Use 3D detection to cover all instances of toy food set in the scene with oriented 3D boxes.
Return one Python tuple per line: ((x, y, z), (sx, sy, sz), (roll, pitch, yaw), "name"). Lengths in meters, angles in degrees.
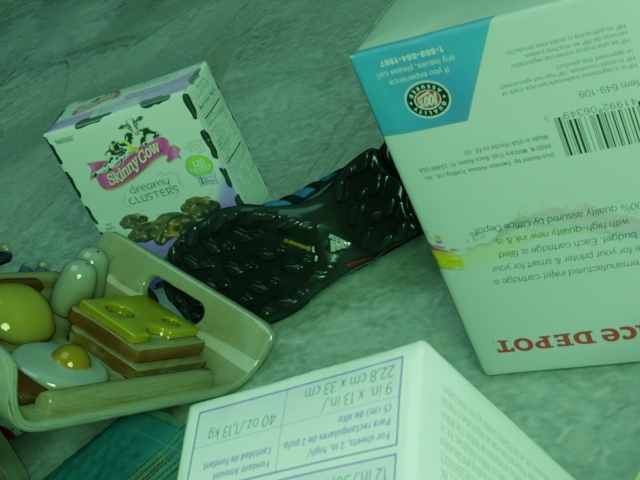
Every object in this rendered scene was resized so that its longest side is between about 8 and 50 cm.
((-0.202, 0.044, 0.968), (0.219, 0.092, 0.306), (28, 16, 30), "toy food set")

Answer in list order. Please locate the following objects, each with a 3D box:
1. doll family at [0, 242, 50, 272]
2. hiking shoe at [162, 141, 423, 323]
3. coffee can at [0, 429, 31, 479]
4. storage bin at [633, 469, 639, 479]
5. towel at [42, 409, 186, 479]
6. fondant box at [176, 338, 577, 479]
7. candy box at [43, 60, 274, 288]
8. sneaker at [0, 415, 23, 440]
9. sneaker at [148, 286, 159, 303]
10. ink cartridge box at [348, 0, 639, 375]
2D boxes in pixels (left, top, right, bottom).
((-0.391, 0.053, 1.353), (0.193, 0.076, 0.111), (-20, 7, 22), "doll family")
((0.000, 0.000, 1.113), (0.304, 0.113, 0.132), (-22, -4, 22), "hiking shoe")
((-0.369, 0.203, 0.847), (0.275, 0.202, 0.201), (-44, 31, -27), "coffee can")
((0.288, 0.140, 0.547), (0.262, 0.123, 0.260), (1, 37, 44), "storage bin")
((-0.196, 0.267, 0.840), (0.370, 0.040, 0.271), (-41, 29, -24), "towel")
((0.044, 0.230, 0.345), (0.096, 0.238, 0.330), (-19, 47, 29), "fondant box")
((-0.151, -0.059, 1.211), (0.164, 0.196, 0.070), (-14, 29, 24), "candy box")
((-0.368, 0.120, 1.134), (0.270, 0.090, 0.145), (-2, 61, 26), "sneaker")
((-0.257, 0.060, 1.215), (0.234, 0.084, 0.097), (-12, 27, 24), "sneaker")
((0.183, -0.073, 0.861), (0.198, 0.270, 0.197), (-9, 29, 30), "ink cartridge box")
